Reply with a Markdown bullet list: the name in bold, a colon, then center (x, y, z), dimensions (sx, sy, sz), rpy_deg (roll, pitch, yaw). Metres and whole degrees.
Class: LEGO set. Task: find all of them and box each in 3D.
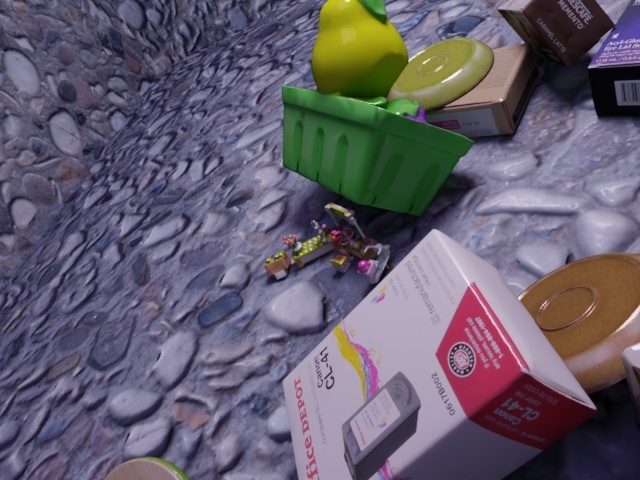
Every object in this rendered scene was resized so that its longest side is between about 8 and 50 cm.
- **LEGO set**: center (0.000, 0.000, 0.944), dimensions (0.287, 0.107, 0.132), rpy_deg (1, 50, 39)

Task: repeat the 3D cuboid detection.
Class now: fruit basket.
- **fruit basket**: center (0.090, -0.270, 0.943), dimensions (0.392, 0.282, 0.392), rpy_deg (-14, 72, 52)

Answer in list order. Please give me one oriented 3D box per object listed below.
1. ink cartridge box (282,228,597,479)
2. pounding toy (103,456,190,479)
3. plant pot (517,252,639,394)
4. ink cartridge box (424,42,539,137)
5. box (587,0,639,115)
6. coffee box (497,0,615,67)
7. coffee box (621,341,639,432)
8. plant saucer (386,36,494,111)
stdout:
- **ink cartridge box**: center (0.105, 0.175, 0.570), dimensions (0.306, 0.131, 0.226), rpy_deg (-48, 32, 20)
- **pounding toy**: center (-0.221, 0.424, 0.691), dimensions (0.182, 0.110, 0.237), rpy_deg (-4, 76, 21)
- **plant pot**: center (0.298, 0.089, 0.585), dimensions (0.236, 0.032, 0.236), rpy_deg (-41, 8, 7)
- **ink cartridge box**: center (0.313, -0.309, 1.045), dimensions (0.234, 0.088, 0.193), rpy_deg (6, 54, 42)
- **box**: center (0.575, -0.316, 0.830), dimensions (0.153, 0.108, 0.207), rpy_deg (14, 60, 47)
- **coffee box**: center (0.445, -0.434, 0.958), dimensions (0.098, 0.141, 0.246), rpy_deg (-43, 13, 24)
- **coffee box**: center (0.380, 0.213, 0.364), dimensions (0.118, 0.168, 0.297), rpy_deg (-29, 37, 9)
- **plant saucer**: center (0.246, -0.364, 1.057), dimensions (0.241, 0.037, 0.241), rpy_deg (-23, 37, 19)
